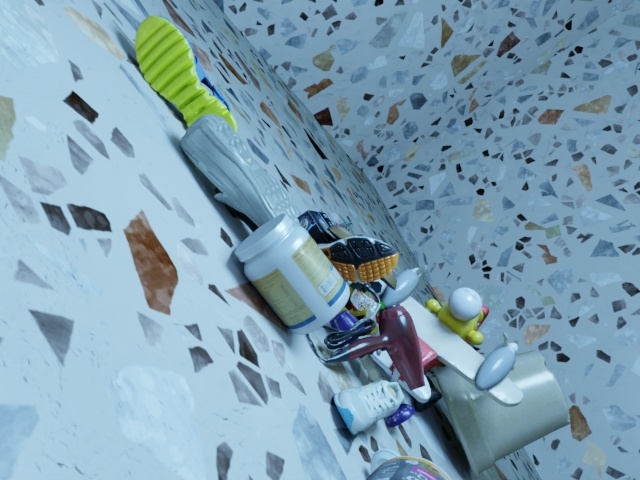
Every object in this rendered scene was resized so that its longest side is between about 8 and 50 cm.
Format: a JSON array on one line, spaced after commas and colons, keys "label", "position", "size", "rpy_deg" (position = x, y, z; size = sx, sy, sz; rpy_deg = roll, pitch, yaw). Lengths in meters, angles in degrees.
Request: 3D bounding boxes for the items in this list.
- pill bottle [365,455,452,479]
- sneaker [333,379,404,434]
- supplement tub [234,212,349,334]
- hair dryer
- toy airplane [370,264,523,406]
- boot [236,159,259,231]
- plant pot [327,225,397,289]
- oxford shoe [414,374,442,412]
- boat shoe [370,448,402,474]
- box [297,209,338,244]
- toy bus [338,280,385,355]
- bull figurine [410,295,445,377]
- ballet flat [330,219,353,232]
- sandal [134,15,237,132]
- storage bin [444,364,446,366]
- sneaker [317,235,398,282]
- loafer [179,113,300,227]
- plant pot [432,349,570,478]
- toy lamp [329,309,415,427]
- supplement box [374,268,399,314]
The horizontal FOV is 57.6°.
[{"label": "pill bottle", "position": [0.103, 0.406, 0.792], "size": [0.162, 0.162, 0.278], "rpy_deg": [59, 13, 14]}, {"label": "sneaker", "position": [0.097, 0.317, 1.146], "size": [0.087, 0.092, 0.229], "rpy_deg": [61, 15, 16]}, {"label": "supplement tub", "position": [-0.053, 0.063, 1.104], "size": [0.199, 0.144, 0.144], "rpy_deg": [53, 13, -13]}, {"label": "hair dryer", "position": [0.116, 0.223, 1.268], "size": [0.294, 0.223, 0.080], "rpy_deg": [37, -28, -7]}, {"label": "toy airplane", "position": [0.318, 0.237, 1.528], "size": [0.386, 0.272, 0.384], "rpy_deg": [17, 33, -13]}, {"label": "boot", "position": [-0.109, -0.086, 1.382], "size": [0.264, 0.096, 0.280], "rpy_deg": [56, 12, 3]}, {"label": "plant pot", "position": [0.114, 0.038, 1.500], "size": [0.236, 0.032, 0.236], "rpy_deg": [43, -1, 1]}, {"label": "oxford shoe", "position": [0.279, 0.416, 1.607], "size": [0.096, 0.083, 0.227], "rpy_deg": [57, 1, 16]}, {"label": "boat shoe", "position": [0.142, 0.459, 0.975], "size": [0.076, 0.083, 0.226], "rpy_deg": [36, 25, -59]}, {"label": "box", "position": [0.000, 0.000, 1.603], "size": [0.147, 0.078, 0.180], "rpy_deg": [57, 13, 9]}, {"label": "toy bus", "position": [0.079, 0.158, 1.429], "size": [0.202, 0.105, 0.191], "rpy_deg": [-79, 151, -42]}, {"label": "bull figurine", "position": [0.324, 0.321, 1.943], "size": [0.310, 0.101, 0.188], "rpy_deg": [57, 16, 6]}, {"label": "ballet flat", "position": [0.056, -0.023, 1.904], "size": [0.221, 0.077, 0.079], "rpy_deg": [0, 75, -69]}, {"label": "sandal", "position": [-0.301, -0.353, 1.317], "size": [0.317, 0.126, 0.138], "rpy_deg": [60, 7, -19]}, {"label": "storage bin", "position": [0.434, 0.368, 1.879], "size": [0.135, 0.098, 0.091], "rpy_deg": [29, 31, -61]}, {"label": "sneaker", "position": [0.037, 0.037, 1.245], "size": [0.121, 0.263, 0.099], "rpy_deg": [-38, 122, -74]}, {"label": "loafer", "position": [-0.163, -0.110, 1.197], "size": [0.319, 0.111, 0.112], "rpy_deg": [53, 24, 0]}, {"label": "plant pot", "position": [0.526, 0.471, 1.681], "size": [0.334, 0.306, 0.333], "rpy_deg": [-21, 90, -85]}, {"label": "toy lamp", "position": [0.112, 0.284, 1.313], "size": [0.274, 0.080, 0.080], "rpy_deg": [57, 13, 6]}, {"label": "supplement box", "position": [0.212, 0.167, 1.887], "size": [0.114, 0.111, 0.220], "rpy_deg": [48, 14, -27]}]
